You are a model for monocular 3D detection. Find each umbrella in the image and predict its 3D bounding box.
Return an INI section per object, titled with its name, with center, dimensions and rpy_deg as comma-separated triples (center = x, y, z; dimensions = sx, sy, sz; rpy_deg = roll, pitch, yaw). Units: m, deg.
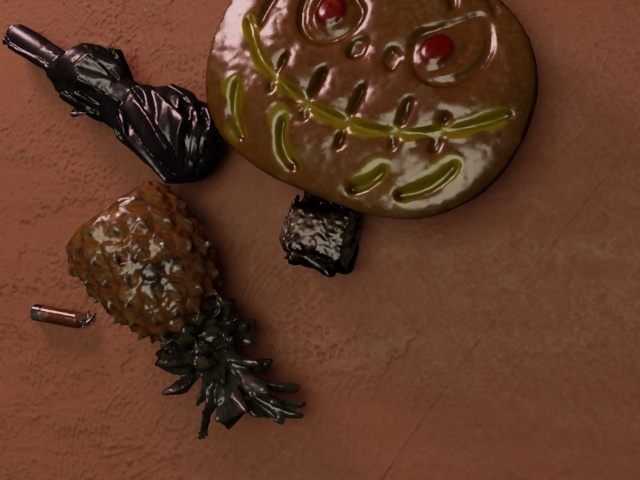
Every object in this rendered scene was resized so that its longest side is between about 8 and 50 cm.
[umbrella]
center = -0.264, -0.181, 1.372
dimensions = 0.340, 0.118, 0.118
rpy_deg = 31, 96, 20

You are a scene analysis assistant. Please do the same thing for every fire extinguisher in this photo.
[fire extinguisher]
center = -0.330, 0.096, 1.415
dimensions = 0.083, 0.022, 0.028
rpy_deg = 8, 60, 15

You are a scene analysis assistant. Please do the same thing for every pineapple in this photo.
[pineapple]
center = -0.152, 0.095, 1.312
dimensions = 0.169, 0.169, 0.340
rpy_deg = -39, 87, 11

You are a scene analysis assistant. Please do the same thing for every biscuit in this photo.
[biscuit]
center = 0.057, -0.207, 1.256
dimensions = 0.394, 0.070, 0.350
rpy_deg = 17, 81, 21

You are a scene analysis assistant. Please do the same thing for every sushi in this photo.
[sushi]
center = 0.001, -0.001, 1.290
dimensions = 0.084, 0.094, 0.098
rpy_deg = 16, 76, 14
